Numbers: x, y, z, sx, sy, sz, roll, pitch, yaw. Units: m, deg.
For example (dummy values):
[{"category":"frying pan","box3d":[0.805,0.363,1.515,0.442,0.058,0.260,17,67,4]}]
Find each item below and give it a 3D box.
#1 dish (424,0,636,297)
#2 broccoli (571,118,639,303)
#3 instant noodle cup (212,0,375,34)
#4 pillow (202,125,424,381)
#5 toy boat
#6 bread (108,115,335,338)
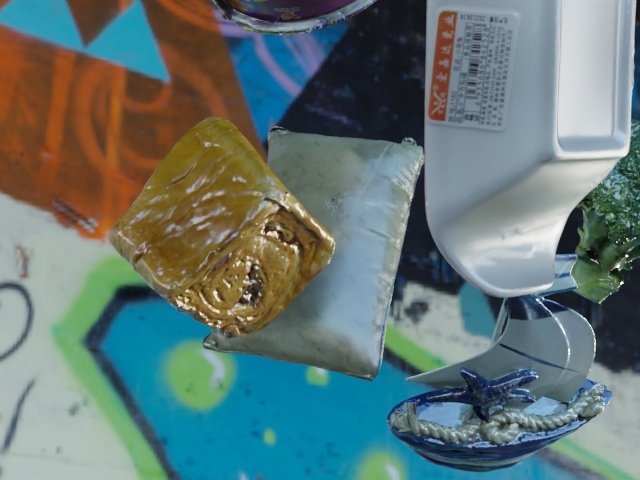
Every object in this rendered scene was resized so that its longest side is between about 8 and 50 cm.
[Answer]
[{"category":"dish","box3d":[0.130,-0.083,0.615,0.064,0.234,0.154,8,10,42]},{"category":"broccoli","box3d":[0.419,-0.040,1.474,0.270,0.270,0.270,17,-67,-32]},{"category":"instant noodle cup","box3d":[-0.057,-0.481,1.429,0.339,0.340,0.266,-3,-25,16]},{"category":"pillow","box3d":[0.000,0.000,1.160,0.184,0.303,0.075,9,-31,10]},{"category":"toy boat","box3d":[0.154,0.125,0.980,0.210,0.070,0.292,-22,-40,6]},{"category":"bread","box3d":[-0.090,-0.007,0.982,0.143,0.158,0.149,39,-8,32]}]
